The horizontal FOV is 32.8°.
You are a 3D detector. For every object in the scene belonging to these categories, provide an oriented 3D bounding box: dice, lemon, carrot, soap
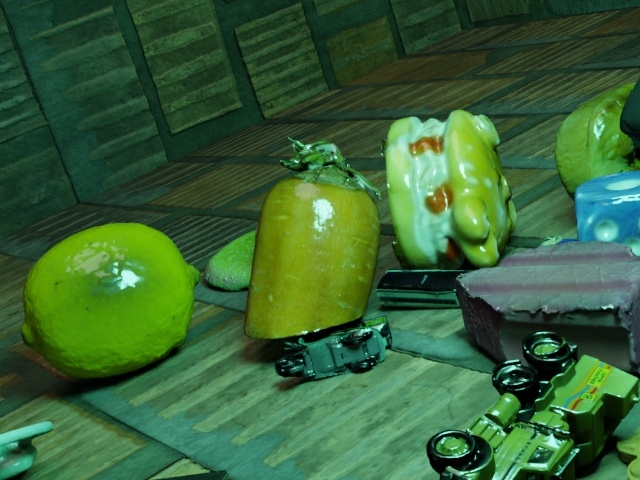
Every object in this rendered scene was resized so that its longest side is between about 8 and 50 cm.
[{"bbox_3d":[0.432,-0.016,1.519,0.143,0.146,0.146,-10,18,20],"label":"dice"},{"bbox_3d":[-0.348,0.100,1.792,0.284,0.260,0.260,-41,18,-1],"label":"lemon"},{"bbox_3d":[0.000,0.000,1.705,0.214,0.331,0.193,10,-10,-35],"label":"carrot"},{"bbox_3d":[0.299,0.084,1.396,0.289,0.112,0.182,-2,22,42],"label":"soap"}]

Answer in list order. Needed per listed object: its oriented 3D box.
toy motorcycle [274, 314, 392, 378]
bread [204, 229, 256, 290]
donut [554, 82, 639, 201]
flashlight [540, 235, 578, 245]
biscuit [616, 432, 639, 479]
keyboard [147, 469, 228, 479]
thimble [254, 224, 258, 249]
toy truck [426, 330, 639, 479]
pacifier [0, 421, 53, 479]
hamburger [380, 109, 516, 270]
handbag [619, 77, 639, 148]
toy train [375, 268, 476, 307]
[{"bbox_3d":[0.018,0.158,1.557,0.173,0.058,0.100,-16,10,4],"label":"toy motorcycle"},{"bbox_3d":[-0.092,0.021,2.124,0.301,0.045,0.301,-17,18,6],"label":"bread"},{"bbox_3d":[0.487,-0.137,1.747,0.128,0.209,0.261,-14,6,46],"label":"donut"},{"bbox_3d":[0.386,0.008,1.678,0.121,0.036,0.057,-2,22,43],"label":"flashlight"},{"bbox_3d":[0.372,0.215,1.061,0.162,0.035,0.250,-16,18,20],"label":"biscuit"},{"bbox_3d":[-0.268,0.336,1.344,0.316,0.027,0.106,-11,15,22],"label":"keyboard"},{"bbox_3d":[-0.018,-0.006,1.922,0.189,0.163,0.125,-19,13,-25],"label":"thimble"},{"bbox_3d":[0.213,0.209,1.090,0.127,0.127,0.257,17,37,39],"label":"toy truck"},{"bbox_3d":[-0.542,0.261,1.482,0.343,0.269,0.288,-16,-8,-4],"label":"pacifier"},{"bbox_3d":[0.211,-0.070,1.735,0.186,0.261,0.303,-8,21,19],"label":"hamburger"},{"bbox_3d":[0.594,-0.135,1.451,0.178,0.301,0.275,-63,19,3],"label":"handbag"},{"bbox_3d":[0.206,0.077,1.638,0.251,0.048,0.055,0,34,33],"label":"toy train"}]
